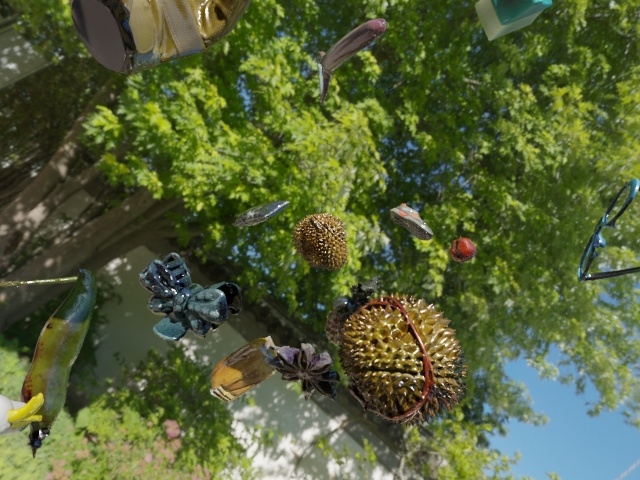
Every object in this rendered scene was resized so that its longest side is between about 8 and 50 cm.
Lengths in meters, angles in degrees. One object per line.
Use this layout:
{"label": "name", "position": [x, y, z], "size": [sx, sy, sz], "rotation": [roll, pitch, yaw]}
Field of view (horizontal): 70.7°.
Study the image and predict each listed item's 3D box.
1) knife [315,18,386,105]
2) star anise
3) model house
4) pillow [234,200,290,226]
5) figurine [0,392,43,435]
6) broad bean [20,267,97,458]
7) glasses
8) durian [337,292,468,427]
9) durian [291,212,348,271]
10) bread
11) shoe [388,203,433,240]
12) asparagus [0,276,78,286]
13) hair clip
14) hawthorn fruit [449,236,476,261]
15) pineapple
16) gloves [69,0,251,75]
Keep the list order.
{"label": "knife", "position": [0.047, -0.393, 0.979], "size": [0.278, 0.053, 0.123], "rotation": [-10, -91, 64]}
{"label": "star anise", "position": [-0.049, 0.344, 1.242], "size": [0.262, 0.081, 0.230], "rotation": [44, -42, -14]}
{"label": "model house", "position": [0.450, -0.555, 1.042], "size": [0.149, 0.127, 0.100], "rotation": [-131, -162, -87]}
{"label": "pillow", "position": [-0.223, -0.099, 1.669], "size": [0.208, 0.141, 0.055], "rotation": [-9, -69, 45]}
{"label": "figurine", "position": [-0.508, 0.277, 0.703], "size": [0.178, 0.130, 0.109], "rotation": [-41, -129, 51]}
{"label": "broad bean", "position": [-0.487, 0.216, 0.830], "size": [0.077, 0.338, 0.061], "rotation": [22, -15, -38]}
{"label": "glasses", "position": [0.598, 0.016, 0.851], "size": [0.207, 0.102, 0.239], "rotation": [48, -37, 44]}
{"label": "durian", "position": [0.214, 0.311, 1.200], "size": [0.348, 0.347, 0.384], "rotation": [27, -6, 39]}
{"label": "durian", "position": [0.000, 0.000, 1.197], "size": [0.158, 0.137, 0.168], "rotation": [10, -48, 18]}
{"label": "bread", "position": [-0.256, 0.432, 1.529], "size": [0.107, 0.241, 0.136], "rotation": [55, 5, -21]}
{"label": "shoe", "position": [0.346, -0.075, 1.670], "size": [0.194, 0.077, 0.074], "rotation": [37, -25, 33]}
{"label": "asparagus", "position": [-0.583, 0.087, 0.962], "size": [0.013, 0.166, 0.016], "rotation": [46, -49, 46]}
{"label": "hair clip", "position": [-0.403, 0.183, 1.388], "size": [0.310, 0.194, 0.206], "rotation": [26, -73, 13]}
{"label": "hawthorn fruit", "position": [0.486, 0.029, 1.549], "size": [0.093, 0.093, 0.093], "rotation": [38, -26, 22]}
{"label": "pineapple", "position": [0.109, 0.237, 1.535], "size": [0.310, 0.170, 0.141], "rotation": [114, -33, -41]}
{"label": "gloves", "position": [-0.187, -0.353, 0.630], "size": [0.154, 0.331, 0.141], "rotation": [40, -32, -3]}
